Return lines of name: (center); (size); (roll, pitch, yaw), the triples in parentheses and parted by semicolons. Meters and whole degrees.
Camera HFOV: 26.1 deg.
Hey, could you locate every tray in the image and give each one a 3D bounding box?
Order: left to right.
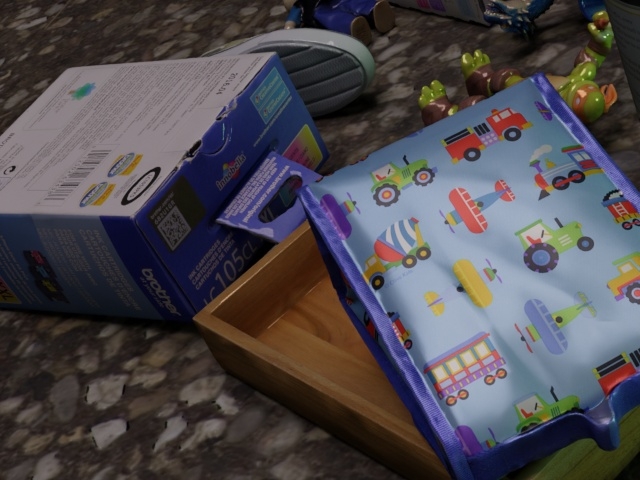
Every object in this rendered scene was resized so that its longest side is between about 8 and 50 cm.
tray: (0.091, 0.088, 1.149); (0.203, 0.076, 0.411); (-41, 37, -21)

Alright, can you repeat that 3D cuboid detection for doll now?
doll: (0.008, -0.289, 1.736); (0.129, 0.046, 0.189); (-36, 35, -16)

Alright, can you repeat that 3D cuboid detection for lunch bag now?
lunch bag: (0.145, 0.039, 1.019); (0.221, 0.138, 0.293); (-26, 43, -5)

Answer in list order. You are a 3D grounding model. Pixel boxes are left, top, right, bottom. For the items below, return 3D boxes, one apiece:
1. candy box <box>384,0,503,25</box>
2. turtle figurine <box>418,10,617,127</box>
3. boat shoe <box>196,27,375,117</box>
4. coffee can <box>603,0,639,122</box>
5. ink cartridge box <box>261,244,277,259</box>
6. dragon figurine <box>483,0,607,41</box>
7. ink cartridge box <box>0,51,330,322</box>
candy box: (0.184, -0.346, 1.674); (0.165, 0.070, 0.196); (-40, 35, -20)
turtle figurine: (0.216, -0.147, 1.371); (0.269, 0.087, 0.217); (-50, 32, -19)
boat shoe: (-0.063, -0.205, 1.618); (0.302, 0.109, 0.094); (-3, 38, 34)
coffee can: (0.346, -0.145, 1.110); (0.201, 0.275, 0.201); (-17, 35, 12)
ink cartridge box: (0.000, 0.000, 1.367); (0.063, 0.029, 0.115); (19, 56, 46)
dragon figurine: (0.319, -0.289, 1.494); (0.289, 0.144, 0.085); (-2, 35, 1)
ink cartridge box: (-0.179, -0.058, 1.442); (0.395, 0.151, 0.270); (0, 42, 41)
